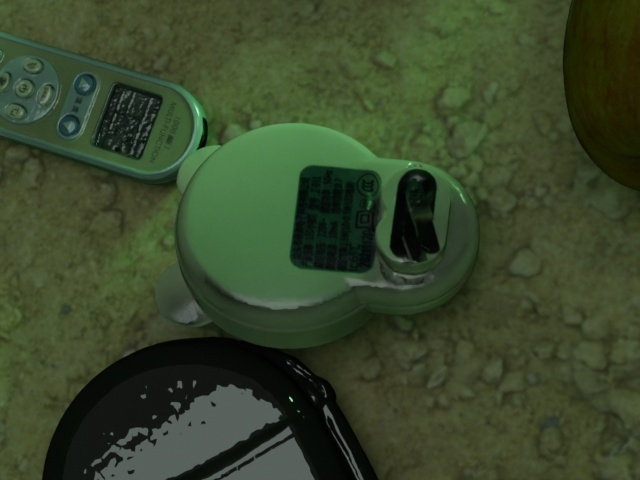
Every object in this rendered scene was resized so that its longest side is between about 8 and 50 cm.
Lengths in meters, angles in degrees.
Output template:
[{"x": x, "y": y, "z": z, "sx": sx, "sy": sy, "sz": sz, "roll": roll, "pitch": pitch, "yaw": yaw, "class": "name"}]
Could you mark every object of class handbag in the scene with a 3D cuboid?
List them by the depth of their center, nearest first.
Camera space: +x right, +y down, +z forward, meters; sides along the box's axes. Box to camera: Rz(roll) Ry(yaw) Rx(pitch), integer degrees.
[{"x": -0.079, "y": 0.219, "z": 1.287, "sx": 0.253, "sy": 0.093, "sz": 0.308, "roll": -29, "pitch": 73, "yaw": 7, "class": "handbag"}]

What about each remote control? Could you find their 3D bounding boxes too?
[{"x": -0.205, "y": -0.110, "z": 1.411, "sx": 0.244, "sy": 0.047, "sz": 0.087, "roll": 18, "pitch": 80, "yaw": 17, "class": "remote control"}]

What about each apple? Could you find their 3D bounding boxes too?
[{"x": 0.296, "y": -0.132, "z": 1.192, "sx": 0.264, "sy": 0.264, "sz": 0.264, "roll": -3, "pitch": 78, "yaw": 13, "class": "apple"}]

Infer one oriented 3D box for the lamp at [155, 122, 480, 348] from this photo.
[{"x": 0.001, "y": 0.001, "z": 1.305, "sx": 0.246, "sy": 0.108, "sz": 0.179, "roll": 2, "pitch": 66, "yaw": 12, "class": "lamp"}]
